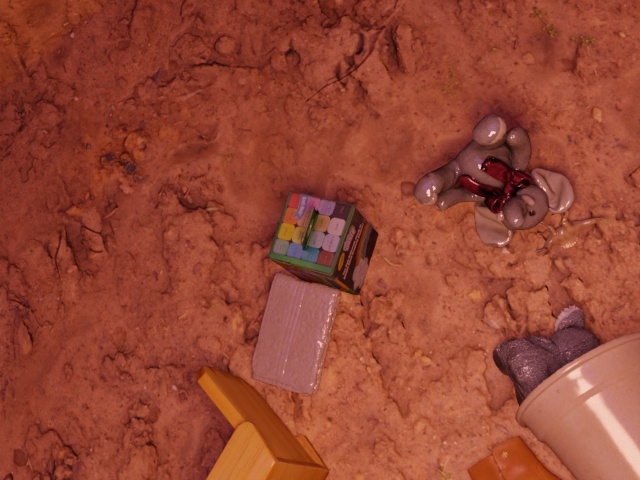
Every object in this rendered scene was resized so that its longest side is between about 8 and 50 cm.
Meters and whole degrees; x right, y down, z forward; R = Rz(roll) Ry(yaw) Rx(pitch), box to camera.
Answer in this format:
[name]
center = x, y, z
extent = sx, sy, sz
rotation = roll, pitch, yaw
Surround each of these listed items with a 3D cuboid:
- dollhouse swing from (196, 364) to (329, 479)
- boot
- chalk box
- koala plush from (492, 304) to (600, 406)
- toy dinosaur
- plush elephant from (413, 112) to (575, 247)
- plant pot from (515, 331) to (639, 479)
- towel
[dollhouse swing]
center = -0.194, 0.507, 1.881
extent = 0.305, 0.347, 0.315
rotation = 29, 84, 25
[boot]
center = 0.477, 0.513, 1.764
extent = 0.295, 0.104, 0.211
rotation = -27, 63, 11
[chalk box]
center = 0.000, 0.000, 2.009
extent = 0.179, 0.289, 0.180
rotation = 14, 78, 24
[koala plush]
center = 0.515, 0.260, 1.798
extent = 0.221, 0.203, 0.196
rotation = -25, 66, -1
[toy dinosaur]
center = 0.580, -0.031, 1.943
extent = 0.183, 0.053, 0.093
rotation = -32, 79, 17
[plush elephant]
center = 0.421, -0.117, 1.911
extent = 0.272, 0.330, 0.255
rotation = -44, 76, 26
[plant pot]
center = 0.605, 0.395, 1.607
extent = 0.333, 0.334, 0.305
rotation = -34, 58, 7
[towel]
center = -0.062, 0.236, 2.072
extent = 0.187, 0.049, 0.282
rotation = 14, 88, 23
